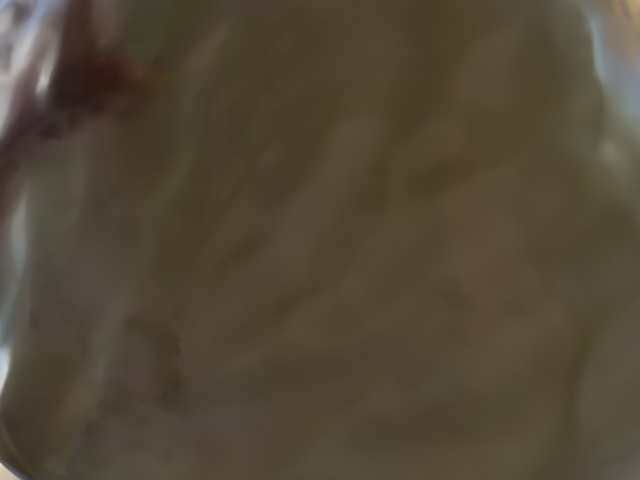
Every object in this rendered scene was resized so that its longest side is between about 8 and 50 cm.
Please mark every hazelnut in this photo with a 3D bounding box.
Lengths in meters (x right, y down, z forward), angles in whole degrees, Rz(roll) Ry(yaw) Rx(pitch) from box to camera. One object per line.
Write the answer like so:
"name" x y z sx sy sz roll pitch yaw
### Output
"hazelnut" 0.000 0.000 0.530 0.261 0.241 0.261 12 -64 26
